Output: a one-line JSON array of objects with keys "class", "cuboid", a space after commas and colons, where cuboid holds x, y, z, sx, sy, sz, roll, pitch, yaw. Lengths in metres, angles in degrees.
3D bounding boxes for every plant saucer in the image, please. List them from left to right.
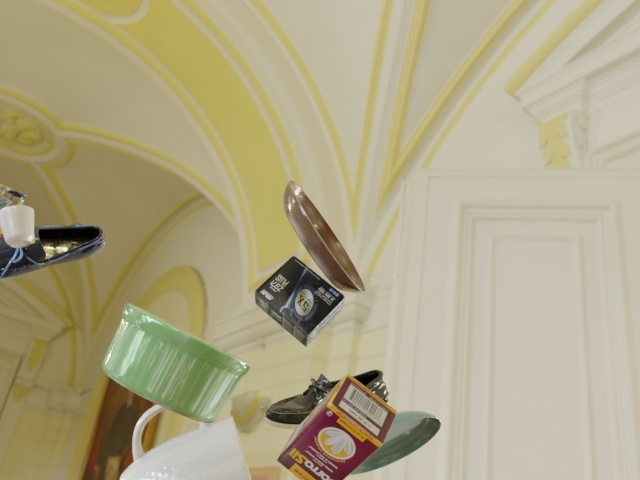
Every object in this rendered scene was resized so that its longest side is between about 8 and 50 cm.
[{"class": "plant saucer", "cuboid": [0.000, 0.000, 1.493, 0.050, 0.310, 0.310, -33, -39, 6]}, {"class": "plant saucer", "cuboid": [0.179, 0.550, 1.784, 0.318, 0.043, 0.317, -17, -36, -13]}]

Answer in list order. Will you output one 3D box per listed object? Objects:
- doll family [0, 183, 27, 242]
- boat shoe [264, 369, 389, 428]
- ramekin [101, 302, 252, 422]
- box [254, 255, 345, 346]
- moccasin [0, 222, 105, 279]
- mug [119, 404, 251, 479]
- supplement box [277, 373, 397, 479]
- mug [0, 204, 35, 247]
[{"class": "doll family", "cuboid": [-0.734, -0.068, 1.299, 0.263, 0.163, 0.118, 28, -6, -18]}, {"class": "boat shoe", "cuboid": [0.022, 0.387, 1.628, 0.340, 0.113, 0.127, -2, 11, -21]}, {"class": "ramekin", "cuboid": [-0.313, 0.266, 1.392, 0.303, 0.148, 0.303, 26, -12, 6]}, {"class": "box", "cuboid": [-0.053, 0.152, 1.653, 0.180, 0.147, 0.077, 39, -26, 18]}, {"class": "moccasin", "cuboid": [-0.723, 0.004, 1.650, 0.342, 0.137, 0.117, -19, -10, -32]}, {"class": "mug", "cuboid": [-0.371, 0.617, 1.759, 0.328, 0.374, 0.276, -16, -3, -12]}, {"class": "supplement box", "cuboid": [0.024, 0.319, 1.055, 0.104, 0.081, 0.188, 38, -55, 3]}, {"class": "mug", "cuboid": [-0.540, -0.022, 1.174, 0.062, 0.064, 0.078, -28, -20, 29]}]
